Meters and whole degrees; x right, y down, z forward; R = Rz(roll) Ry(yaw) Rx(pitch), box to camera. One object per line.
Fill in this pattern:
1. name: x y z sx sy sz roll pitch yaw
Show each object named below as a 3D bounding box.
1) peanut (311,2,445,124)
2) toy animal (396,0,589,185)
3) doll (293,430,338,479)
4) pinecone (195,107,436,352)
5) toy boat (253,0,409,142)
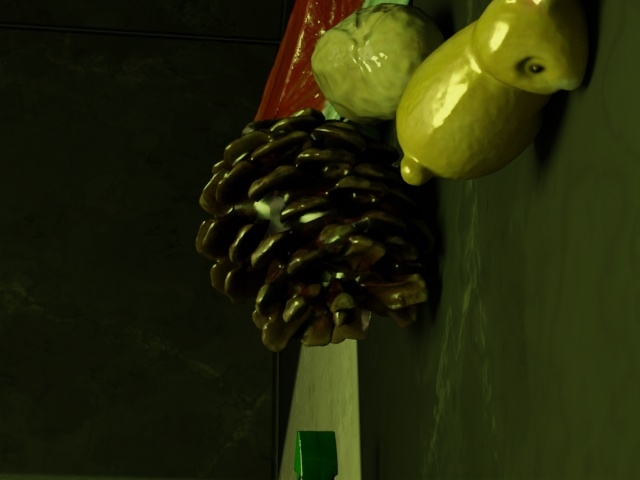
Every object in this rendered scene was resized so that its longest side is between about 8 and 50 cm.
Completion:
1. peanut: 0.043 -0.137 1.006 0.214 0.098 0.090 -158 45 -87
2. toy animal: 0.091 -0.089 0.602 0.083 0.070 0.159 -43 -7 -33
3. doll: 0.008 0.280 1.124 0.186 0.106 0.134 58 134 52
4. pinecone: 0.003 -0.002 0.981 0.204 0.184 0.179 50 133 37
5. toy boat: 0.014 -0.131 1.256 0.332 0.133 0.145 114 166 -47
